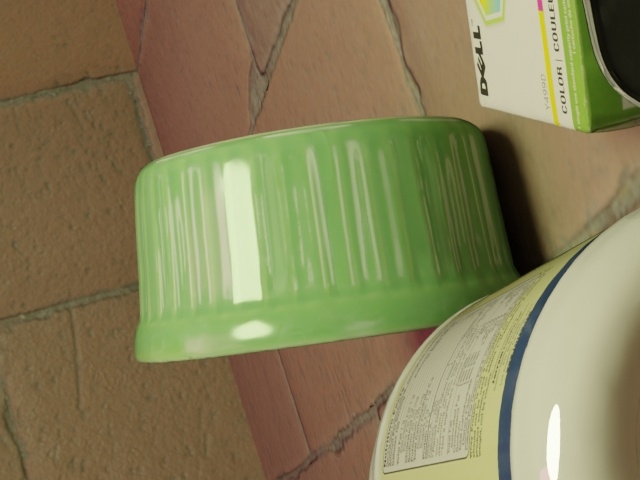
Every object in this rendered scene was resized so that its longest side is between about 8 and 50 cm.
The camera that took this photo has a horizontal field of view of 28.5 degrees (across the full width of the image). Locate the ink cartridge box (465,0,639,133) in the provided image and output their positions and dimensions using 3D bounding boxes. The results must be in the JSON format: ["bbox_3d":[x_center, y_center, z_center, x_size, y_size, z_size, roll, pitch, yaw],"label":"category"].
[{"bbox_3d":[0.122,-0.176,0.741,0.255,0.097,0.189,-149,46,-67],"label":"ink cartridge box"}]

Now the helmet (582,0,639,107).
[{"bbox_3d":[0.149,-0.147,0.529,0.161,0.169,0.169,55,166,-7],"label":"helmet"}]

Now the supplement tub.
[{"bbox_3d":[0.159,0.119,0.629,0.325,0.235,0.235,131,122,-72],"label":"supplement tub"}]

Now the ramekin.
[{"bbox_3d":[0.000,0.000,0.971,0.303,0.303,0.148,164,99,-74],"label":"ramekin"}]
